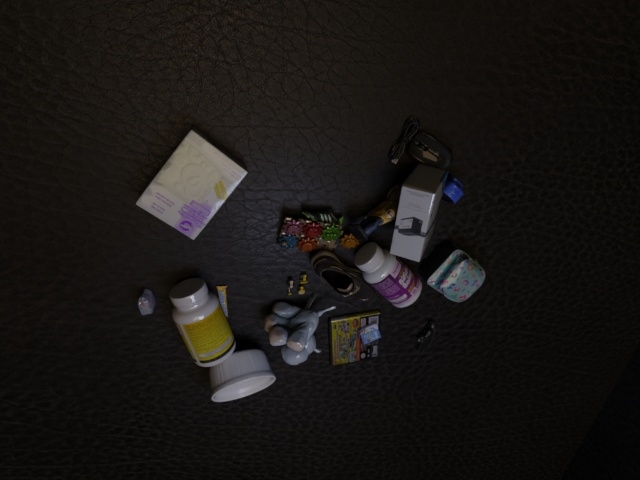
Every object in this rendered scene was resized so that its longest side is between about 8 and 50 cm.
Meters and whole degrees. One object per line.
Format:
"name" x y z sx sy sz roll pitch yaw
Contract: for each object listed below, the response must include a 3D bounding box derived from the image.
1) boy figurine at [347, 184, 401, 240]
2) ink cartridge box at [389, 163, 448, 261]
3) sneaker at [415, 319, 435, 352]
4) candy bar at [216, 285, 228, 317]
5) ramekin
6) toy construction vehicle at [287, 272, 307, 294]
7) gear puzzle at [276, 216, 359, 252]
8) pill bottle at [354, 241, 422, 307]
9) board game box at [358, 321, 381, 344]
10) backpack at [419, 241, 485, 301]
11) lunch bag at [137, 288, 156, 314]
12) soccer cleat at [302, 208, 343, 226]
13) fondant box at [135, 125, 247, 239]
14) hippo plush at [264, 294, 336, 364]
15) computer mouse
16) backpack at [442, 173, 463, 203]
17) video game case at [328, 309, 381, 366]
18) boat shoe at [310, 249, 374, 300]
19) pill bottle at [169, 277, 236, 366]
"boy figurine" 0.248 -0.113 1.640 0.285 0.177 0.092 -41 106 -13
"ink cartridge box" 0.381 -0.108 1.599 0.129 0.223 0.307 18 128 19
"sneaker" 0.516 0.476 2.035 0.089 0.051 0.170 -11 119 -14
"candy bar" -0.411 0.259 1.731 0.040 0.018 0.161 -4 114 -12
"ramekin" -0.344 0.577 1.768 0.277 0.135 0.277 -17 151 -10
"toy construction vehicle" -0.101 0.187 1.768 0.086 0.035 0.098 -8 119 -22
"gear puzzle" 0.000 0.000 1.665 0.339 0.044 0.175 8 133 -17
"pill bottle" 0.286 0.143 1.762 0.169 0.169 0.301 -45 117 9
"board game box" 0.231 0.434 1.925 0.090 0.020 0.090 -23 118 -4
"backpack" 0.609 0.158 1.846 0.253 0.191 0.225 34 102 -30
"lunch bag" -0.691 0.240 1.625 0.053 0.071 0.083 -10 118 -5
"soccer cleat" 0.010 -0.101 1.652 0.179 0.060 0.072 19 96 -26
"fondant box" -0.454 -0.200 1.468 0.238 0.096 0.330 36 103 -25
"hippo plush" -0.111 0.401 1.798 0.294 0.234 0.236 -44 148 -38
"computer mouse" 0.422 -0.345 1.626 0.272 0.072 0.188 23 106 -22
"backpack" 0.527 -0.214 1.684 0.098 0.120 0.101 34 103 -24
"video game case" 0.163 0.466 1.956 0.248 0.035 0.274 -8 116 -10
"boat shoe" 0.098 0.180 1.737 0.355 0.130 0.132 32 116 -30
"pill bottle" -0.476 0.324 1.649 0.188 0.188 0.334 -17 117 -6
